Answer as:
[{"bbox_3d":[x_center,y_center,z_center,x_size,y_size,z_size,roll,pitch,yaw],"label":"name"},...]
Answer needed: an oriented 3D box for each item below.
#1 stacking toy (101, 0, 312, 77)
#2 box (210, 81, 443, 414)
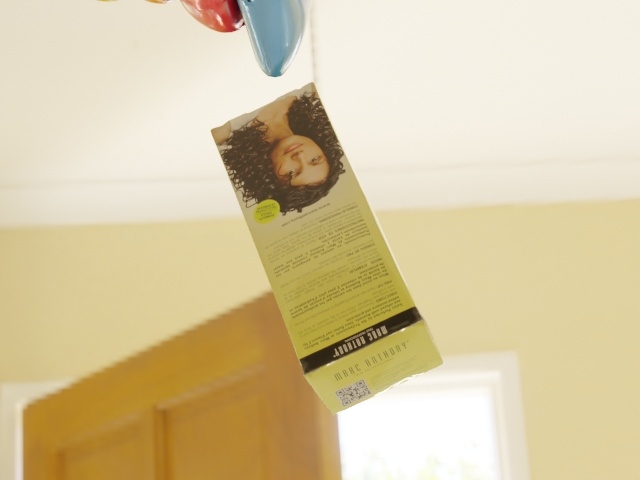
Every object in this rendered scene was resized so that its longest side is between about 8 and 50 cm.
[{"bbox_3d":[-0.149,-0.202,0.900,0.301,0.166,0.175,2,-30,12],"label":"stacking toy"},{"bbox_3d":[0.000,0.000,1.074,0.087,0.232,0.058,-26,-39,2],"label":"box"}]
